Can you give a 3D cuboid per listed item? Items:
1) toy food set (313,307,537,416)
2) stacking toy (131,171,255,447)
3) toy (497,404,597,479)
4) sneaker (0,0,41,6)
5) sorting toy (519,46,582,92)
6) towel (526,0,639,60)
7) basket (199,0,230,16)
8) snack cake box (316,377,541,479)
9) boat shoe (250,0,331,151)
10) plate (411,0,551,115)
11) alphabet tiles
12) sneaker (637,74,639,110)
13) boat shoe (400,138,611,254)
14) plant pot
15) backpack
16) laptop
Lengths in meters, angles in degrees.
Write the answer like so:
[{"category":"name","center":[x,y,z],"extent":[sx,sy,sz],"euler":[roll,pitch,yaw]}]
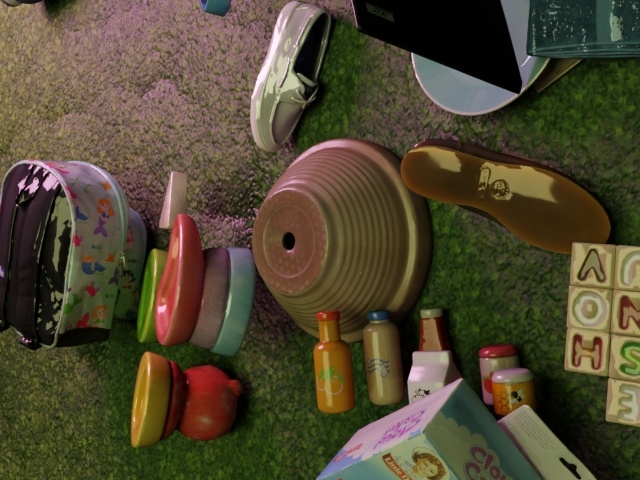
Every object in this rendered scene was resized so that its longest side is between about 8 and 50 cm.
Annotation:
[{"category":"toy food set","center":[0.109,0.116,0.878],"extent":[0.232,0.111,0.105],"euler":[-6,89,35]},{"category":"stacking toy","center":[-0.152,0.089,1.124],"extent":[0.280,0.130,0.309],"euler":[-102,27,-48]},{"category":"toy","center":[0.178,0.249,0.848],"extent":[0.137,0.056,0.237],"euler":[48,131,6]},{"category":"sneaker","center":[-0.464,-0.547,1.418],"extent":[0.131,0.112,0.319],"euler":[-1,92,25]},{"category":"sorting toy","center":[0.228,-0.191,0.839],"extent":[0.083,0.012,0.062],"euler":[-38,66,36]},{"category":"towel","center":[0.246,-0.197,0.779],"extent":[0.119,0.029,0.067],"euler":[2,90,14]},{"category":"basket","center":[-0.102,-0.411,0.981],"extent":[0.255,0.201,0.289],"euler":[-120,45,-62]},{"category":"snack cake box","center":[0.140,0.275,0.790],"extent":[0.264,0.089,0.152],"euler":[52,133,0]},{"category":"boat shoe","center":[-0.030,-0.193,1.045],"extent":[0.063,0.066,0.184],"euler":[23,96,41]},{"category":"plate","center":[0.170,-0.217,0.875],"extent":[0.188,0.024,0.188],"euler":[-8,79,46]},{"category":"alphabet tiles","center":[0.326,0.068,0.729],"extent":[0.237,0.009,0.198],"euler":[4,93,32]},{"category":"sneaker","center":[0.321,-0.160,0.725],"extent":[0.075,0.057,0.161],"euler":[17,99,46]},{"category":"boat shoe","center":[0.182,-0.051,0.839],"extent":[0.207,0.073,0.073],"euler":[26,111,17]},{"category":"plant pot","center":[0.000,0.000,0.982],"extent":[0.237,0.109,0.238],"euler":[-1,89,43]},{"category":"backpack","center":[-0.368,0.009,1.258],"extent":[0.225,0.191,0.254],"euler":[16,108,42]},{"category":"laptop","center":[0.044,-0.249,0.823],"extent":[0.264,0.234,0.137],"euler":[24,101,44]}]
